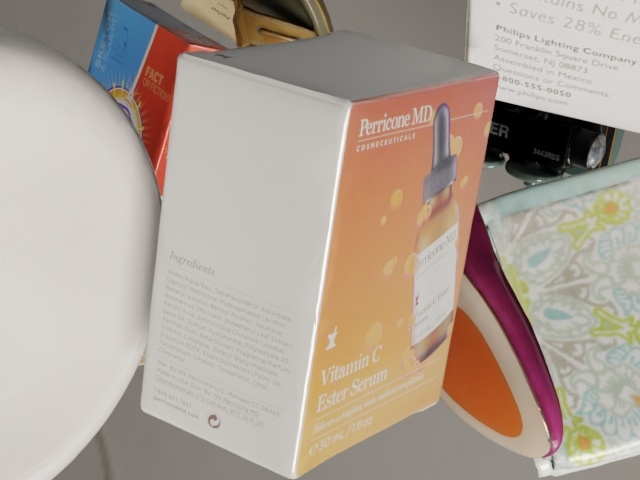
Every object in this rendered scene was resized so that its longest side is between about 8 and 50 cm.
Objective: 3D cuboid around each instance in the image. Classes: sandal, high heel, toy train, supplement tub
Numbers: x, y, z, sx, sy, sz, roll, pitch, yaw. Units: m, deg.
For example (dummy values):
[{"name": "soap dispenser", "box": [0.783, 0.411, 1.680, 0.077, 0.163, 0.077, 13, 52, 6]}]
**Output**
[{"name": "sandal", "box": [-0.025, -0.125, 0.952, 0.072, 0.049, 0.180, -6, 118, 53]}, {"name": "high heel", "box": [0.147, 0.014, 1.310, 0.377, 0.181, 0.127, 60, 142, 19]}, {"name": "toy train", "box": [0.250, -0.168, 1.962, 0.334, 0.190, 0.142, 20, 113, 33]}, {"name": "supplement tub", "box": [-0.264, -0.018, 0.734, 0.331, 0.241, 0.241, 23, 90, 41]}]

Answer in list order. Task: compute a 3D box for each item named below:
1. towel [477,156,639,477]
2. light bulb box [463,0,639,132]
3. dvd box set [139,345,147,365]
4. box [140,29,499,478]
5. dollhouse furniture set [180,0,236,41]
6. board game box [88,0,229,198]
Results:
[{"name": "towel", "box": [0.367, 0.066, 1.604, 0.375, 0.090, 0.320, -15, 72, -1]}, {"name": "light bulb box", "box": [0.267, -0.217, 0.692, 0.358, 0.361, 0.225, 14, 61, 12]}, {"name": "dvd box set", "box": [-0.243, 0.121, 2.015, 0.308, 0.420, 0.062, -13, 81, 12]}, {"name": "box", "box": [0.000, 0.000, 0.664, 0.091, 0.130, 0.170, 20, 113, 31]}, {"name": "dollhouse furniture set", "box": [-0.044, -0.362, 1.646, 0.212, 0.161, 0.242, 33, 126, 6]}, {"name": "board game box", "box": [-0.222, -0.112, 1.746, 0.242, 0.064, 0.316, 36, 113, 52]}]
